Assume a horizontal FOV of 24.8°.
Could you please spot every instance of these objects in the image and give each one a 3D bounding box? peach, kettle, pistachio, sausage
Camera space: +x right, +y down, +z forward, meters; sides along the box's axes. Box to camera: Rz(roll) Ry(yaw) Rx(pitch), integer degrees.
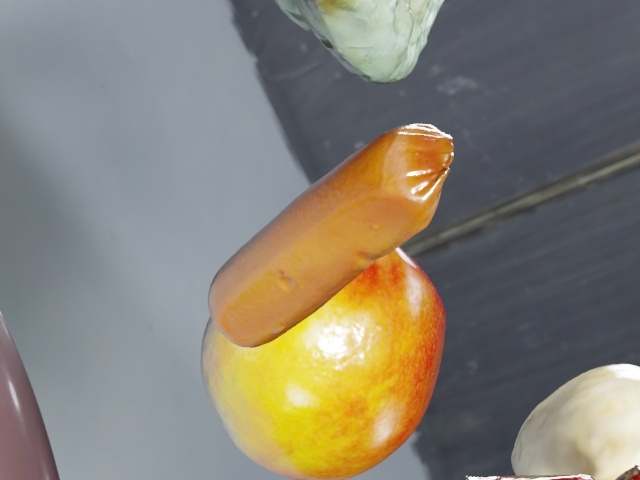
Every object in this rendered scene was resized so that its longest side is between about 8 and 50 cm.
[{"bbox_3d":[0.008,0.127,1.740,0.307,0.332,0.308,16,40,-14],"label":"peach"},{"bbox_3d":[-0.294,0.147,1.144,0.144,0.202,0.232,-11,86,-33],"label":"kettle"},{"bbox_3d":[0.395,0.285,1.975,0.238,0.321,0.229,-28,91,-25],"label":"pistachio"},{"bbox_3d":[0.000,0.000,1.335,0.094,0.348,0.097,30,48,-18],"label":"sausage"}]

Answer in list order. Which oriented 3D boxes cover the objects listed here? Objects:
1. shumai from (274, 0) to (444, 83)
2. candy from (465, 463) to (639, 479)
[{"bbox_3d":[-0.062,-0.238,0.752,0.309,0.263,0.304,12,84,-72],"label":"shumai"},{"bbox_3d":[0.249,0.310,1.678,0.059,0.292,0.086,-174,-100,-83],"label":"candy"}]
